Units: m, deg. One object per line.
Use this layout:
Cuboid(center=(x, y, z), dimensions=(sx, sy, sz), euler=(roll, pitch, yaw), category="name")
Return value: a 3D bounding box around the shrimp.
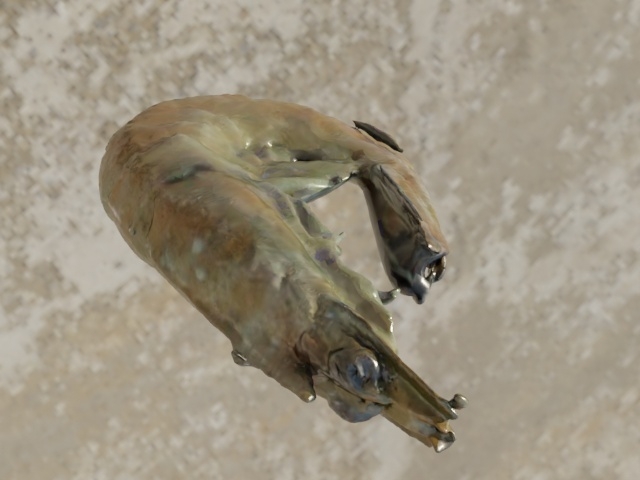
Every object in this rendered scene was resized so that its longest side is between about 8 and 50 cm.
Cuboid(center=(0.000, 0.000, 0.584), dimensions=(0.126, 0.223, 0.047), euler=(-17, 130, -27), category="shrimp")
